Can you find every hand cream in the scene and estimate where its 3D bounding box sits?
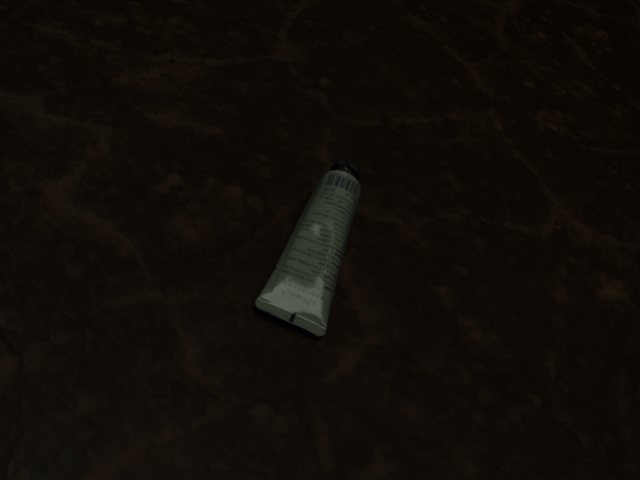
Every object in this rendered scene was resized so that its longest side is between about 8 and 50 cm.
[{"bbox_3d":[0.000,0.000,0.809,0.080,0.050,0.234,23,51,-3],"label":"hand cream"}]
